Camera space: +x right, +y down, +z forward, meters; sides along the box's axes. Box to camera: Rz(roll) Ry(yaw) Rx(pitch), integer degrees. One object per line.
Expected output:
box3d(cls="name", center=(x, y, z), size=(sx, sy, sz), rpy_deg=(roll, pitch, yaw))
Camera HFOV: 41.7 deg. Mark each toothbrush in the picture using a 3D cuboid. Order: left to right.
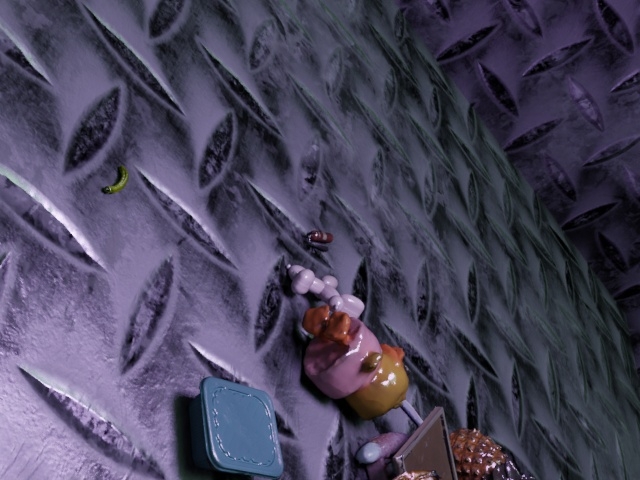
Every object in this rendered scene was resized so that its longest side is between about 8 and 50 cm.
box3d(cls="toothbrush", center=(0.234, 0.429, 1.957), size=(0.269, 0.021, 0.027), rpy_deg=(51, 18, -21))

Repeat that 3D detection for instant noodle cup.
box3d(cls="instant noodle cup", center=(-0.146, 0.318, 1.387), size=(0.179, 0.070, 0.157), rpy_deg=(27, 43, -46))

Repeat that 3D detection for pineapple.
box3d(cls="pineapple", center=(0.394, 0.549, 1.861), size=(0.141, 0.170, 0.310), rpy_deg=(0, 20, -34))

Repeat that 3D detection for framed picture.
box3d(cls="framed picture", center=(0.235, 0.537, 1.743), size=(0.232, 0.024, 0.315), rpy_deg=(-28, 109, -56))

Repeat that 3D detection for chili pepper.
box3d(cls="chili pepper", center=(-0.354, -0.104, 1.469), size=(0.030, 0.017, 0.083), rpy_deg=(51, 31, -16))

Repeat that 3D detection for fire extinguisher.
box3d(cls="fire extinguisher", center=(-0.005, 0.001, 1.942), size=(0.100, 0.032, 0.046), rpy_deg=(8, 93, -56))

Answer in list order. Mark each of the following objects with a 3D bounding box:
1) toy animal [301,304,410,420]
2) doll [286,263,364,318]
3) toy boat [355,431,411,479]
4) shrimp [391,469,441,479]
box3d(cls="toy animal", center=(0.082, 0.263, 1.720), size=(0.281, 0.195, 0.169), rpy_deg=(37, 77, -32))
box3d(cls="doll", center=(0.000, 0.105, 1.786), size=(0.161, 0.059, 0.160), rpy_deg=(41, 10, 36))
box3d(cls="toy boat", center=(0.170, 0.473, 1.750), size=(0.227, 0.085, 0.155), rpy_deg=(11, 56, -55))
box3d(cls="shrimp", center=(0.197, 0.554, 1.617), size=(0.290, 0.054, 0.222), rpy_deg=(28, 80, -27))
